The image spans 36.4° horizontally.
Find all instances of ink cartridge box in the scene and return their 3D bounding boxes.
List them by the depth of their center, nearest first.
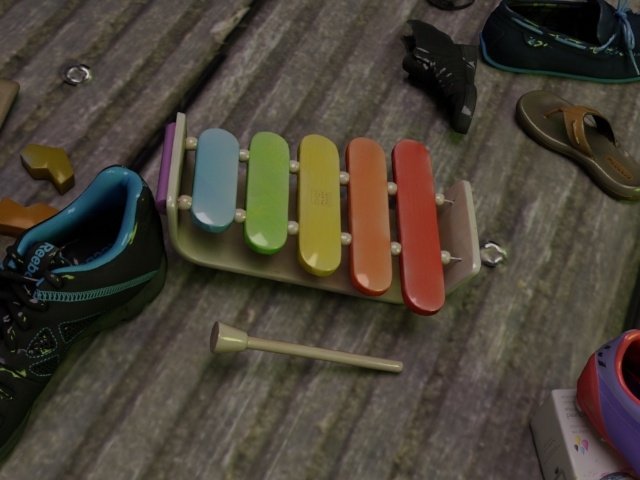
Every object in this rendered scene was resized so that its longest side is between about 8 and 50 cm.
[{"bbox_3d":[0.263,0.227,0.825,0.115,0.067,0.198,-1,54,-11],"label":"ink cartridge box"}]

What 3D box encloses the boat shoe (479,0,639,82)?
[{"bbox_3d":[0.325,-0.245,1.168,0.258,0.089,0.109,-6,56,-14],"label":"boat shoe"}]

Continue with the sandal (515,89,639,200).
[{"bbox_3d":[0.302,-0.117,1.095,0.072,0.049,0.180,-33,65,-28],"label":"sandal"}]

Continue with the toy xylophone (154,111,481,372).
[{"bbox_3d":[0.000,0.000,0.915,0.323,0.081,0.236,5,54,-21],"label":"toy xylophone"}]

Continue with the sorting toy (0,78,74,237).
[{"bbox_3d":[-0.391,-0.098,0.968,0.307,0.041,0.229,12,53,0],"label":"sorting toy"}]

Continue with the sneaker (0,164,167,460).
[{"bbox_3d":[-0.262,0.065,0.810,0.125,0.139,0.341,31,55,13],"label":"sneaker"}]

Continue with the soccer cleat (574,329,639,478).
[{"bbox_3d":[0.299,0.181,0.764,0.083,0.095,0.248,-22,60,-26],"label":"soccer cleat"}]

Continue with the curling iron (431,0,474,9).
[{"bbox_3d":[0.160,-0.403,1.290,0.068,0.035,0.274,3,54,-12],"label":"curling iron"}]

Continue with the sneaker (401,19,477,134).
[{"bbox_3d":[0.133,-0.190,1.122,0.089,0.051,0.170,11,48,-1],"label":"sneaker"}]
